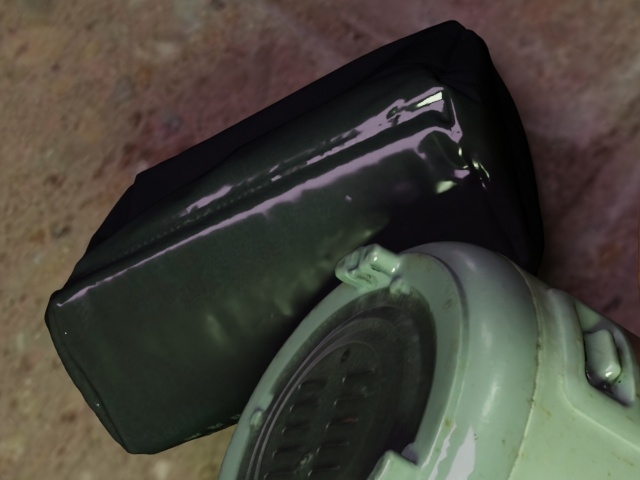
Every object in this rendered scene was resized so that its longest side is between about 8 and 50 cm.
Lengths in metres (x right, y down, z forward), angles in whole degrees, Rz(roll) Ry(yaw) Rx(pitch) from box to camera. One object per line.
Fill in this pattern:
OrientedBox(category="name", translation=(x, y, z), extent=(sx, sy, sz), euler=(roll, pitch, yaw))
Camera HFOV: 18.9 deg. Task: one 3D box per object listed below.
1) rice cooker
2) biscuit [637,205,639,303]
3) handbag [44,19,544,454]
OrientedBox(category="rice cooker", translation=(0.106, 0.157, 1.000), extent=(0.264, 0.316, 0.317), euler=(-47, 49, 26))
OrientedBox(category="biscuit", translation=(0.270, 0.027, 1.123), extent=(0.212, 0.041, 0.238), euler=(-49, 52, 2))
OrientedBox(category="handbag", translation=(0.001, 0.003, 1.236), extent=(0.302, 0.275, 0.178), euler=(-27, 99, 15))
